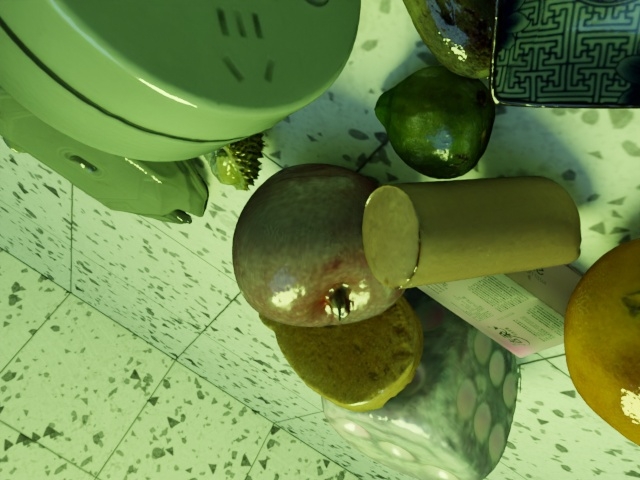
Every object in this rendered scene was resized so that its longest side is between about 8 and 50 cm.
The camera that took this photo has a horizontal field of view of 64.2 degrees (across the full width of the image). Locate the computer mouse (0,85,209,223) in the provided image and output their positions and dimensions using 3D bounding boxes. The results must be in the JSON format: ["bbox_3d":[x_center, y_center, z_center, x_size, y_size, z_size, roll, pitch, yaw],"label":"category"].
[{"bbox_3d":[-0.384,-0.178,0.917,0.228,0.146,0.429,-16,138,40],"label":"computer mouse"}]

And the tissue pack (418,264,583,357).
[{"bbox_3d":[0.260,0.060,0.767,0.246,0.092,0.148,34,146,-6],"label":"tissue pack"}]

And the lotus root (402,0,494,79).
[{"bbox_3d":[0.131,-0.225,0.488,0.179,0.089,0.080,45,-176,-20],"label":"lotus root"}]

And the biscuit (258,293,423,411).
[{"bbox_3d":[0.047,0.112,0.874,0.343,0.287,0.057,39,180,42],"label":"biscuit"}]

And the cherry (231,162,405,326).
[{"bbox_3d":[0.000,0.000,0.745,0.261,0.307,0.221,-3,124,-15],"label":"cherry"}]

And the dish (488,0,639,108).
[{"bbox_3d":[0.234,-0.229,0.402,0.181,0.080,0.243,7,138,21],"label":"dish"}]

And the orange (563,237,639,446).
[{"bbox_3d":[0.411,0.114,0.571,0.261,0.261,0.261,21,146,15],"label":"orange"}]

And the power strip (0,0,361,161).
[{"bbox_3d":[-0.139,-0.250,0.433,0.161,0.357,0.357,-10,130,48],"label":"power strip"}]

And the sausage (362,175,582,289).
[{"bbox_3d":[0.188,-0.015,0.614,0.252,0.123,0.123,-5,155,-22],"label":"sausage"}]

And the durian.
[{"bbox_3d":[-0.154,-0.157,0.814,0.208,0.102,0.146,33,154,42],"label":"durian"}]

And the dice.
[{"bbox_3d":[0.183,0.261,0.934,0.271,0.270,0.270,-4,135,42],"label":"dice"}]

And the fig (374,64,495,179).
[{"bbox_3d":[0.119,-0.143,0.590,0.156,0.123,0.123,24,149,32],"label":"fig"}]
